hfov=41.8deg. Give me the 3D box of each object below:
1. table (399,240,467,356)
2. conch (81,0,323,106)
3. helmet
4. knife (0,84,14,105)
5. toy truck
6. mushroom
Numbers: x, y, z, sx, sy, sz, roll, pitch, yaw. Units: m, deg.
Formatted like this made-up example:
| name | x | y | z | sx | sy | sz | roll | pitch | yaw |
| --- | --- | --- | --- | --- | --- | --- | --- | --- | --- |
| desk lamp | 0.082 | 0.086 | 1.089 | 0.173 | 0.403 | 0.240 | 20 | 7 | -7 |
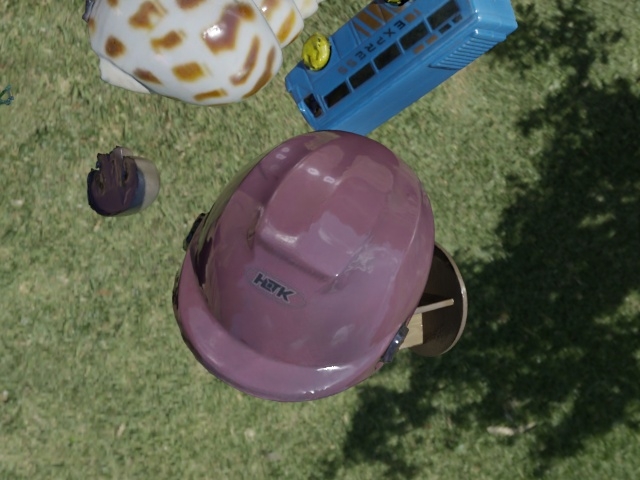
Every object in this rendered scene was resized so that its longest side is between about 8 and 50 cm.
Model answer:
| name | x | y | z | sx | sy | sz | roll | pitch | yaw |
| --- | --- | --- | --- | --- | --- | --- | --- | --- | --- |
| table | 0.049 | 0.090 | 1.079 | 0.227 | 0.167 | 0.167 | -10 | 125 | -35 |
| conch | -0.118 | -0.247 | 0.964 | 0.275 | 0.149 | 0.182 | -34 | 121 | -32 |
| helmet | 0.000 | 0.000 | 0.925 | 0.271 | 0.338 | 0.197 | 31 | 124 | 9 |
| knife | -0.704 | -0.256 | 1.776 | 0.023 | 0.078 | 0.166 | 29 | 71 | 0 |
| toy truck | 0.115 | -0.307 | 1.350 | 0.385 | 0.162 | 0.161 | -31 | 165 | 37 |
| mushroom | -0.415 | -0.118 | 1.802 | 0.188 | 0.141 | 0.117 | -12 | 163 | 36 |
